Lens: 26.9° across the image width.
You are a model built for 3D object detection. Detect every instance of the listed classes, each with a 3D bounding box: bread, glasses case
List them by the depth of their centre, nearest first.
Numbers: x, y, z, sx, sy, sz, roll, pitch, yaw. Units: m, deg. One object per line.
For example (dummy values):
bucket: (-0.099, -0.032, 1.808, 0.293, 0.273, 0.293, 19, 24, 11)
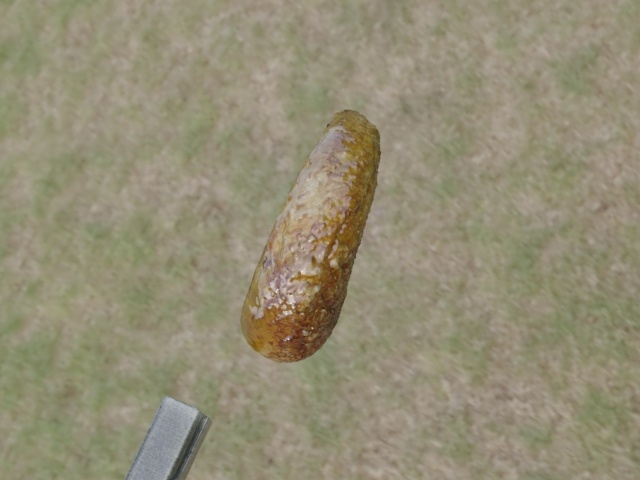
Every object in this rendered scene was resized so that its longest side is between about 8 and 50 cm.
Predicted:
bread: (0.000, 0.000, 0.919, 0.064, 0.193, 0.193, 22, 79, 2)
glasses case: (-0.156, 0.237, 1.139, 0.047, 0.071, 0.205, 24, 75, 3)
